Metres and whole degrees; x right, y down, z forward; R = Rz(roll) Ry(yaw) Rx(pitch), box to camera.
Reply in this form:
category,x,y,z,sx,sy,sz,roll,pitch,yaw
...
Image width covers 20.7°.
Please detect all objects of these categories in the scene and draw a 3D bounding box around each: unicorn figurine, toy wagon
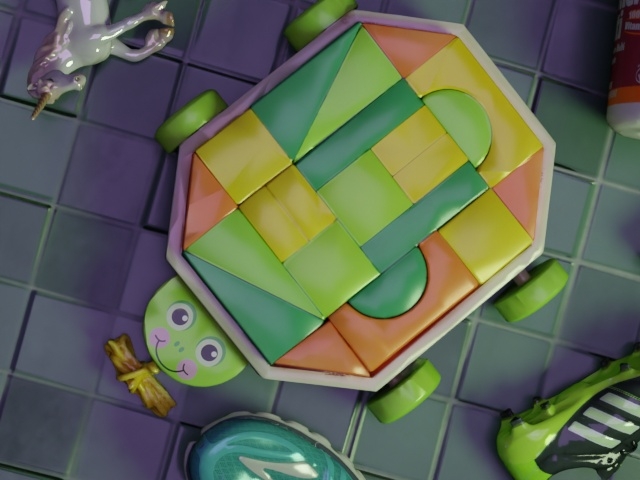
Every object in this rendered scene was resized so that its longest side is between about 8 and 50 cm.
category,x,y,z,sx,sy,sz,roll,pitch,yaw
unicorn figurine,-0.161,-0.159,1.233,0.111,0.060,0.162,-13,74,-6
toy wagon,0.000,0.000,1.235,0.344,0.068,0.267,-39,92,-6

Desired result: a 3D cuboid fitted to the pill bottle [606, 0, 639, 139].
category,x,y,z,sx,sy,sz,roll,pitch,yaw
pill bottle,0.275,-0.181,1.245,0.121,0.121,0.221,7,87,-6

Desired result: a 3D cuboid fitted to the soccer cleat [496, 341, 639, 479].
category,x,y,z,sx,sy,sz,roll,pitch,yaw
soccer cleat,0.213,0.126,1.265,0.179,0.060,0.072,-26,101,0

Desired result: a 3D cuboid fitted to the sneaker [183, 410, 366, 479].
category,x,y,z,sx,sy,sz,roll,pitch,yaw
sneaker,0.014,0.230,1.204,0.107,0.110,0.275,-41,92,1
